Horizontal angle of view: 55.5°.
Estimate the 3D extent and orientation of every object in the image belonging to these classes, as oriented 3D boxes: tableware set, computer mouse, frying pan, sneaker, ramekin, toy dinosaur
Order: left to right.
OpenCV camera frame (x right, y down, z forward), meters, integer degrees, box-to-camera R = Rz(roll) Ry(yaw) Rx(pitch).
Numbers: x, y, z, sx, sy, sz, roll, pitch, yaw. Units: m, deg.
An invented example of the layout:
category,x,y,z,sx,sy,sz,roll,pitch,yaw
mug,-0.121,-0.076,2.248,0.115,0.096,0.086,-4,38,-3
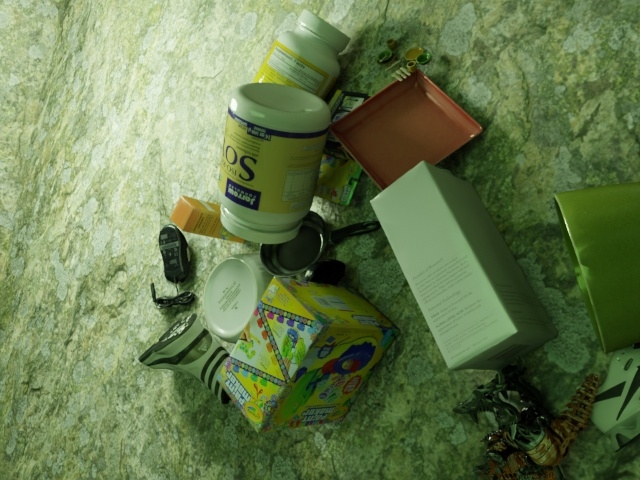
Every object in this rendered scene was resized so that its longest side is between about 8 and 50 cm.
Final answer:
category,x,y,z,sx,sy,sz,roll,pitch,yaw
computer mouse,-0.475,0.088,1.930,0.184,0.060,0.262,-18,82,32
sneaker,-0.350,0.358,1.698,0.257,0.169,0.447,48,155,-7
ramekin,-0.200,0.158,1.637,0.272,0.127,0.273,-8,77,38
frying pan,-0.010,-0.021,1.562,0.326,0.053,0.197,-29,52,10
tableware set,0.195,-0.445,1.467,0.104,0.024,0.154,-34,45,-1
toy dinosaur,0.383,0.341,1.115,0.322,0.164,0.218,-47,66,16
sneaker,0.562,0.194,0.995,0.330,0.122,0.146,-47,57,23

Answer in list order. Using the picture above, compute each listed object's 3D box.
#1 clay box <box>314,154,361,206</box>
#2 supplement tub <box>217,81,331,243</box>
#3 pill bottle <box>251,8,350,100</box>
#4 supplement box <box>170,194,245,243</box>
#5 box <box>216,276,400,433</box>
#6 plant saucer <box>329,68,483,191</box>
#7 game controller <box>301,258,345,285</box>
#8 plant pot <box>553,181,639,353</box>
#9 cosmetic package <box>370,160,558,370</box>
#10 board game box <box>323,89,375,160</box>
category,x,y,z,sx,sy,sz,roll,pitch,yaw
clay box,0.022,-0.169,1.563,0.222,0.053,0.128,23,95,39
supplement tub,-0.119,-0.185,1.460,0.241,0.241,0.332,39,128,38
pill bottle,-0.068,-0.420,1.600,0.188,0.187,0.334,45,109,36
supplement box,-0.295,-0.055,1.689,0.080,0.233,0.078,38,105,34
box,-0.024,0.254,1.365,0.177,0.289,0.279,41,109,36
plant saucer,0.190,-0.242,1.385,0.258,0.048,0.259,-35,56,-2
game controller,-0.049,0.182,1.480,0.067,0.166,0.319,33,105,14
plant pot,0.560,0.011,0.969,0.293,0.274,0.275,-18,70,19
cosmetic package,0.278,0.050,1.204,0.156,0.217,0.385,-39,57,27
board game box,0.061,-0.290,1.525,0.141,0.048,0.170,20,75,42
